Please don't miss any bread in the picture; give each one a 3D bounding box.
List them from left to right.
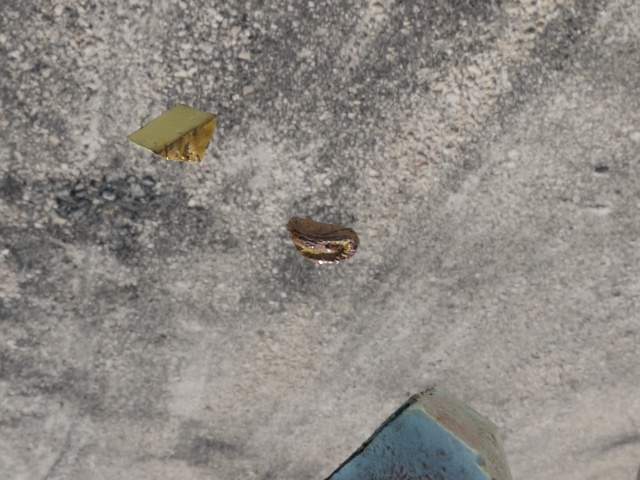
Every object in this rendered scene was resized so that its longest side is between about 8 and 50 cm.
[{"bbox_3d":[-0.222,-0.165,0.913,0.084,0.080,0.109,24,-168,23],"label":"bread"}]

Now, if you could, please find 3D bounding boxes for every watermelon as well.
[{"bbox_3d":[0.114,0.283,0.680,0.320,0.289,0.213,-19,123,-24],"label":"watermelon"}]

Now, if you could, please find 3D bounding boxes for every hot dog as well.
[{"bbox_3d":[0.001,-0.001,1.174,0.147,0.065,0.099,15,151,22],"label":"hot dog"}]

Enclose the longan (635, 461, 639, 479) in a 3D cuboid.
[{"bbox_3d":[0.434,0.267,0.506,0.361,0.361,0.361,1,142,1],"label":"longan"}]
